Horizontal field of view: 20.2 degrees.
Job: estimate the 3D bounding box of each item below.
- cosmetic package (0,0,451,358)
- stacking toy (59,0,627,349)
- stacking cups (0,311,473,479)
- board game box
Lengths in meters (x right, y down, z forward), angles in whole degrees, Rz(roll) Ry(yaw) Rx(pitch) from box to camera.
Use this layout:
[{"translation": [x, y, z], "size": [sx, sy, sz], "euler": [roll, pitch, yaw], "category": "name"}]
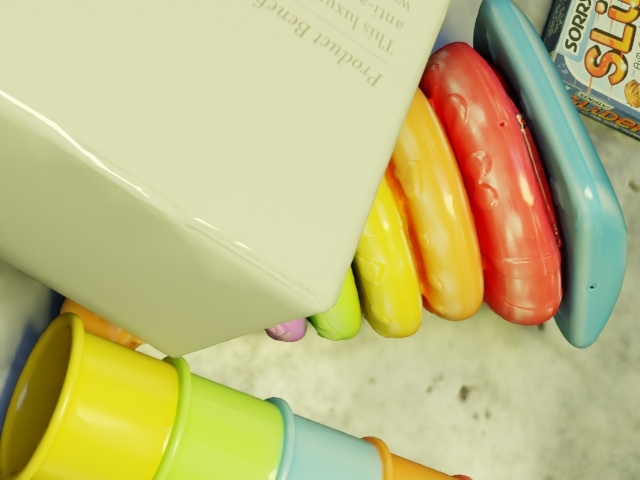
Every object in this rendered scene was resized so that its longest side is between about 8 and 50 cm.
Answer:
[{"translation": [-0.045, -0.199, 0.887], "size": [0.230, 0.161, 0.453], "euler": [33, 63, -21], "category": "cosmetic package"}, {"translation": [0.000, 0.000, 0.986], "size": [0.301, 0.175, 0.166], "euler": [-19, 58, -4], "category": "stacking toy"}, {"translation": [-0.012, 0.140, 0.967], "size": [0.316, 0.096, 0.096], "euler": [25, 74, -21], "category": "stacking cups"}, {"translation": [0.222, -0.161, 1.137], "size": [0.136, 0.035, 0.201], "euler": [23, 74, -15], "category": "board game box"}]
